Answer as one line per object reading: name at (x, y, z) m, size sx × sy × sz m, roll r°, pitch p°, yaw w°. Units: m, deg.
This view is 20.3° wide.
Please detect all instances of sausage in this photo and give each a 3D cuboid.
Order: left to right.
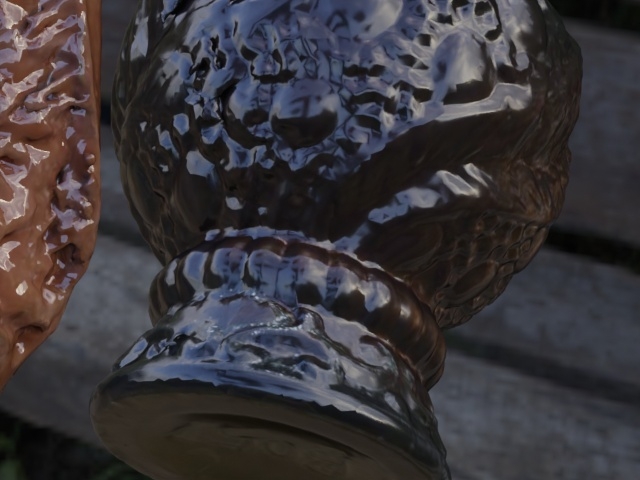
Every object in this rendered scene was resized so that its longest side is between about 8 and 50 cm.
sausage at (-0.107, -0.105, 0.535) m, size 0.087 × 0.327 × 0.079 m, roll -7°, pitch -9°, yaw 23°

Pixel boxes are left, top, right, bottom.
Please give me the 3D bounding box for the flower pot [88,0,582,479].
flower pot at (0.000, 0.000, 0.969) m, size 0.266 × 0.266 × 0.267 m, roll 8°, pitch 65°, yaw 8°
